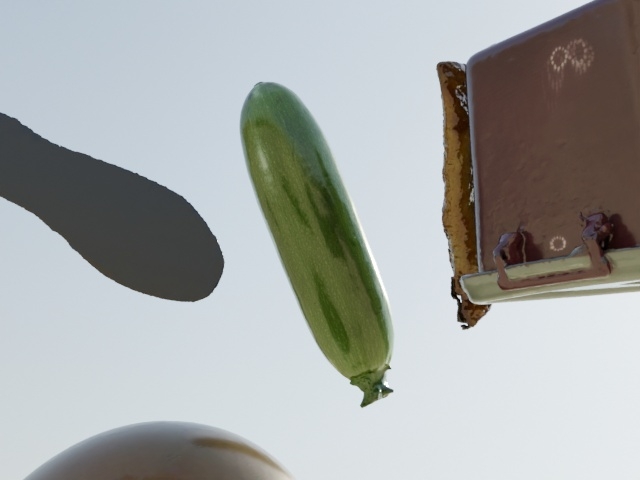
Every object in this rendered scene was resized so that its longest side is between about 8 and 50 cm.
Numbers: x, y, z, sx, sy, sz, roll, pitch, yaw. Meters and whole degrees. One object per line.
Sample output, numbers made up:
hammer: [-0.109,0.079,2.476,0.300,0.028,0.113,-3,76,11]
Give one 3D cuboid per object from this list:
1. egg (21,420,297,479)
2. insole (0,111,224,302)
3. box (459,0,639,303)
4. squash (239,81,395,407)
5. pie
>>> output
egg: [-0.167,0.324,0.833,0.374,0.301,0.301,-33,-39,0]
insole: [-0.185,-0.032,0.747,0.253,0.086,0.005,30,-20,5]
box: [0.235,-0.053,0.628,0.294,0.167,0.193,-1,-10,-35]
squash: [0.000,0.000,1.101,0.107,0.395,0.107,-20,1,0]
pie: [0.120,-0.036,0.696,0.088,0.191,0.033,-13,14,-29]
